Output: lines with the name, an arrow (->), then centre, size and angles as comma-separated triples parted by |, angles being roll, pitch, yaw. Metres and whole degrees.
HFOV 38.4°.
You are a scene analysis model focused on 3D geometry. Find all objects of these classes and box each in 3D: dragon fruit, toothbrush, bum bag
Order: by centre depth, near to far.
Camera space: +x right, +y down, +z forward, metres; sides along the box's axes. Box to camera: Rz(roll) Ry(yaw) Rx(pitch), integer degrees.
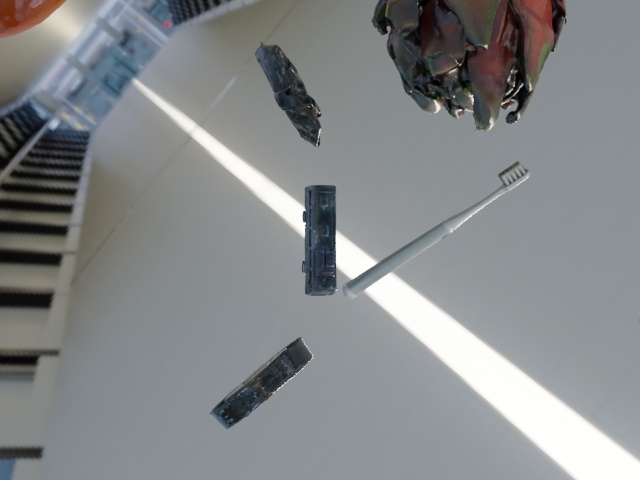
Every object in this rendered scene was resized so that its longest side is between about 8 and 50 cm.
dragon fruit -> 0.131, -0.200, 0.811 | 0.188, 0.182, 0.182 | -57, -164, 0
toothbrush -> 0.175, -0.012, 1.419 | 0.342, 0.030, 0.025 | -36, -162, 11
bum bag -> -0.061, -0.302, 1.882 | 0.069, 0.248, 0.102 | -33, -179, -3

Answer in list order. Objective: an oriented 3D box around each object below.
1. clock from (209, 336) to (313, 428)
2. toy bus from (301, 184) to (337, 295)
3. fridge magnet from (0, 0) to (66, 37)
clock -> -0.089, 0.222, 1.427 | 0.184, 0.040, 0.184 | -39, 179, -1
toy bus -> 0.000, 0.000, 1.364 | 0.065, 0.047, 0.166 | 174, -85, -78
fridge magnet -> -0.416, -0.431, 1.118 | 0.363, 0.363, 0.155 | -45, 175, 21
